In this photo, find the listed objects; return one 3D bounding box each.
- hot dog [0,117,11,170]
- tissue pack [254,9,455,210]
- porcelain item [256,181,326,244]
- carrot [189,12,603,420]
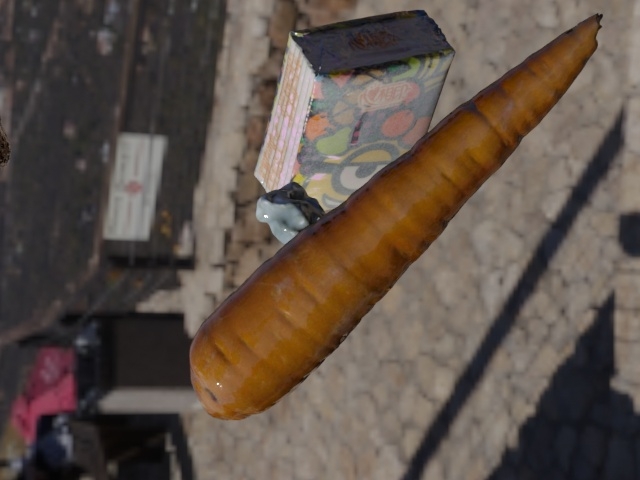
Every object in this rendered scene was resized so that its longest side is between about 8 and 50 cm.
[{"bbox_3d":[-0.110,-0.047,0.378,0.058,0.035,0.083,25,147,23],"label":"hot dog"},{"bbox_3d":[0.023,-0.087,1.008,0.060,0.109,0.148,60,151,31],"label":"tissue pack"},{"bbox_3d":[0.000,0.000,0.702,0.028,0.083,0.036,-39,39,17],"label":"porcelain item"},{"bbox_3d":[0.029,-0.010,0.547,0.216,0.048,0.048,-44,38,10],"label":"carrot"}]
